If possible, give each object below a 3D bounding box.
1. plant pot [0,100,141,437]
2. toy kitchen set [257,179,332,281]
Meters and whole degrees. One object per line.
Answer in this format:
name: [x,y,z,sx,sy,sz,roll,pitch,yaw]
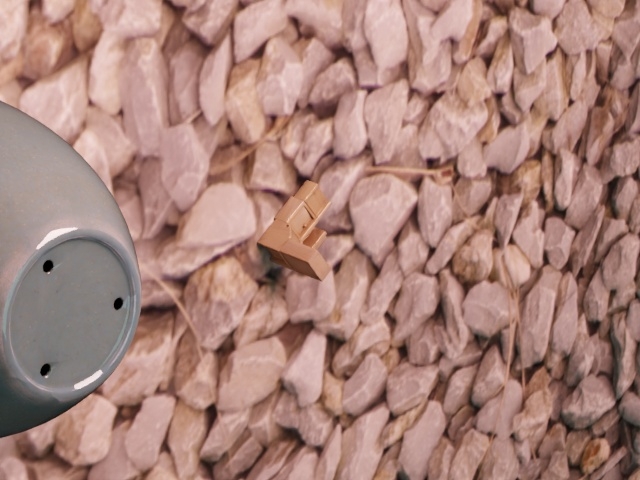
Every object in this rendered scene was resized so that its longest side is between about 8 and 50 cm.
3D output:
plant pot: [-0.254,0.037,1.343,0.290,0.195,0.290,-18,115,-44]
toy kitchen set: [0.000,0.000,1.701,0.083,0.075,0.068,-53,136,-17]
